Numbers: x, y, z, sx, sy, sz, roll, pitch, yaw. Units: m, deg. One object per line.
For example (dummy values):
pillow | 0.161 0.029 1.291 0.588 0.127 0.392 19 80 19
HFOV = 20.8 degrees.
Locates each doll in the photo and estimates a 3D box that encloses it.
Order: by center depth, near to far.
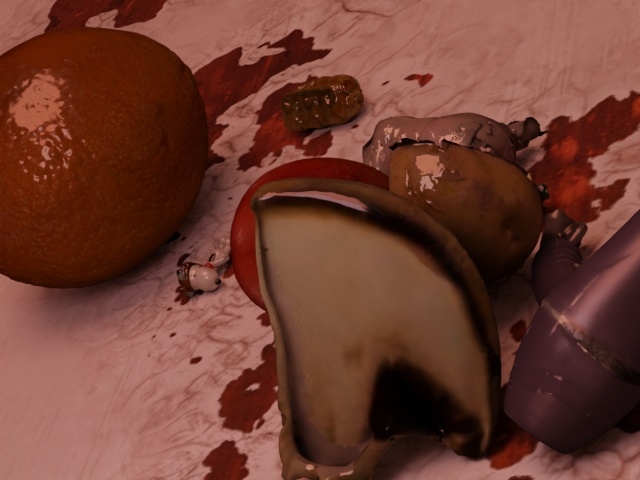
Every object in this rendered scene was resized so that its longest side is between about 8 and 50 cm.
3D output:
doll | 0.137 -0.095 1.925 0.192 0.095 0.149 -1 17 31
doll | -0.135 0.030 2.059 0.058 0.040 0.085 -2 42 22

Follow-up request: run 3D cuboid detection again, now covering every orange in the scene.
orange | -0.295 -0.112 2.167 0.322 0.322 0.357 -7 27 38

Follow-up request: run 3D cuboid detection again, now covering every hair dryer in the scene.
hair dryer | 0.256 0.013 1.598 0.301 0.121 0.361 -55 13 8

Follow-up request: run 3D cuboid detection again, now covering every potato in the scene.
potato | 0.150 -0.002 1.707 0.138 0.243 0.098 -1 65 18

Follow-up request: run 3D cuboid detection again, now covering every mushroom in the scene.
mushroom | 0.066 0.082 1.609 0.217 0.292 0.212 -1 6 13

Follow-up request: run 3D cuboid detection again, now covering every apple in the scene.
apple | 0.000 0.000 1.832 0.168 0.181 0.181 -7 36 36

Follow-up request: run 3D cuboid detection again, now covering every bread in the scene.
bread | 0.006 -0.178 2.233 0.110 0.060 0.066 -10 50 36

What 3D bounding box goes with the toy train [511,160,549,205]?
toy train | 0.175 -0.040 1.820 0.122 0.081 0.050 -22 56 14
